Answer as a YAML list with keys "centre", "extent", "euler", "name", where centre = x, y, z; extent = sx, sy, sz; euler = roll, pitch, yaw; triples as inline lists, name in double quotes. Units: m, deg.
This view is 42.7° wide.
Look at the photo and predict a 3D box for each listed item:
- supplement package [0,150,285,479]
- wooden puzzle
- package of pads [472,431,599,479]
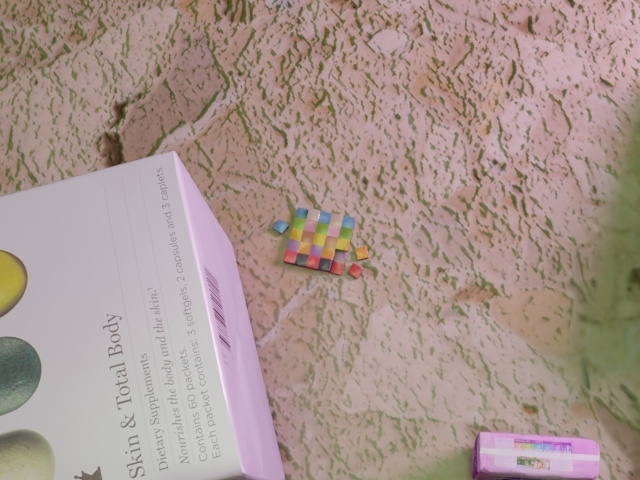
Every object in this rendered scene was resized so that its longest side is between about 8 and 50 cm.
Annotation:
- centre: [-0.181, 0.097, 0.547]
  extent: [0.262, 0.198, 0.199]
  euler: [-15, 71, 0]
  name: "supplement package"
- centre: [0.000, 0.000, 0.666]
  extent: [0.083, 0.006, 0.049]
  euler: [12, 73, 8]
  name: "wooden puzzle"
- centre: [0.150, 0.155, 0.578]
  extent: [0.083, 0.050, 0.032]
  euler: [2, 66, 5]
  name: "package of pads"
